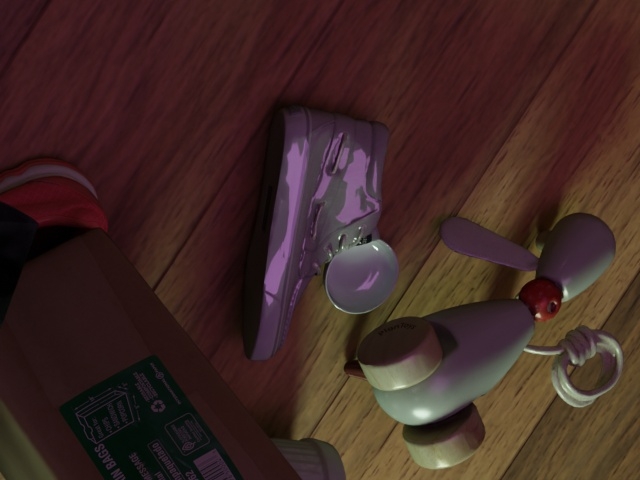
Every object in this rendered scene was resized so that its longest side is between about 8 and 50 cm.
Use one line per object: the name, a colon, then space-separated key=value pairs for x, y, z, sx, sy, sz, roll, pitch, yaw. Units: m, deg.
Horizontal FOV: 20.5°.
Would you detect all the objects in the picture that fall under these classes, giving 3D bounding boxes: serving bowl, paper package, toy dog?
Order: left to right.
paper package: x=-0.166 y=0.199 z=1.542 sx=0.168 sy=0.325 sz=0.309 roll=-31 pitch=153 yaw=-18
serving bowl: x=0.038 y=0.032 z=1.814 sx=0.083 sy=0.027 sz=0.083 roll=-9 pitch=112 yaw=-22
toy dog: x=0.152 y=0.091 z=1.847 sx=0.333 sy=0.161 sz=0.220 roll=-19 pitch=113 yaw=-35

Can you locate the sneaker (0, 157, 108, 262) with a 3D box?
sneaker: x=-0.331 y=0.029 z=1.574 sx=0.314 sy=0.136 sz=0.116 roll=-30 pitch=117 yaw=-13

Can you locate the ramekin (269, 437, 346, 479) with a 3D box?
ramekin: x=-0.062 y=0.292 z=1.764 sx=0.109 sy=0.207 sz=0.207 roll=14 pitch=102 yaw=-20

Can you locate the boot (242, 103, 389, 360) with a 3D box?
boot: x=0.000 y=0.000 z=1.740 sx=0.123 sy=0.095 sz=0.258 roll=7 pitch=104 yaw=-16

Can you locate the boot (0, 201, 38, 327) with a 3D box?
boot: x=-0.446 y=-0.050 z=1.310 sx=0.367 sy=0.445 sz=0.146 roll=2 pitch=107 yaw=-26
